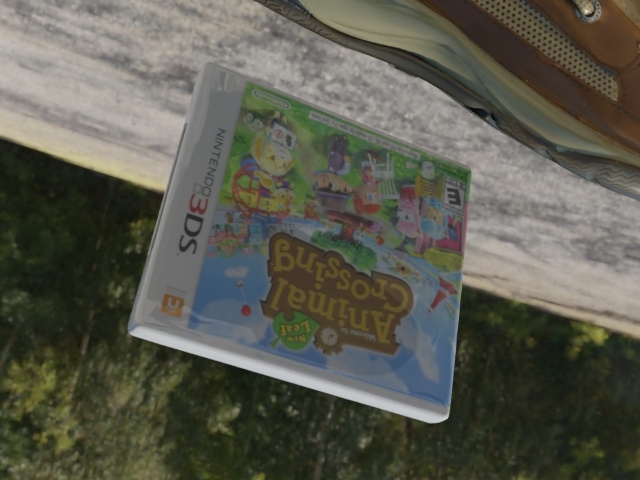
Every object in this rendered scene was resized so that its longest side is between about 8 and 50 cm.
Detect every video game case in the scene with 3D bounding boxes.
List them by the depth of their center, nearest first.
[{"bbox_3d":[0.000,0.000,0.561,0.212,0.194,0.023,20,152,-18],"label":"video game case"}]

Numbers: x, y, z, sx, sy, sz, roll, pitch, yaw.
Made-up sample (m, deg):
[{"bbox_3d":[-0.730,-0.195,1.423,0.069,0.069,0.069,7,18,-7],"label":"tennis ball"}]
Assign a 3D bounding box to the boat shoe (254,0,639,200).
[{"bbox_3d":[0.098,-0.114,0.406,0.323,0.120,0.122,25,-167,-13],"label":"boat shoe"}]
